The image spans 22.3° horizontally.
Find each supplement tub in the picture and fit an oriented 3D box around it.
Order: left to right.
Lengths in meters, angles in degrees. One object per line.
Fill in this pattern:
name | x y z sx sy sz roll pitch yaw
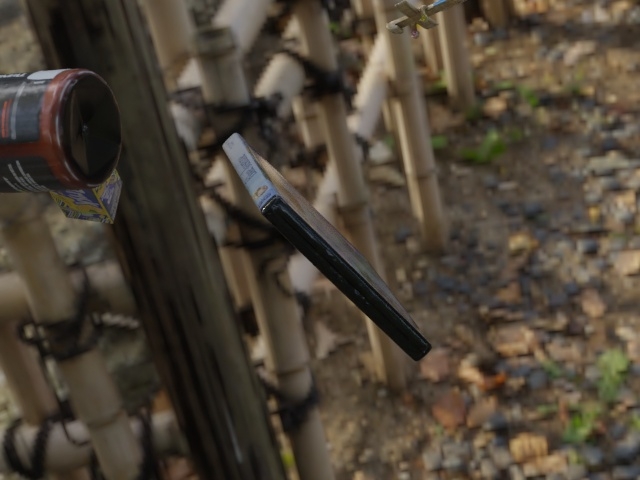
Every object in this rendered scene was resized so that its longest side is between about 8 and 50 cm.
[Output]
supplement tub | -0.279 -0.093 1.409 0.198 0.106 0.106 -1 38 25

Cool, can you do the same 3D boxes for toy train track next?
toy train track | 0.086 -0.165 1.177 0.083 0.048 0.014 -21 64 29

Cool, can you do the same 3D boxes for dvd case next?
dvd case | 0.000 0.000 1.362 0.022 0.180 0.253 -44 18 3

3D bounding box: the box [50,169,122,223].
box | -0.261 -0.067 1.771 0.059 0.169 0.054 8 75 3
